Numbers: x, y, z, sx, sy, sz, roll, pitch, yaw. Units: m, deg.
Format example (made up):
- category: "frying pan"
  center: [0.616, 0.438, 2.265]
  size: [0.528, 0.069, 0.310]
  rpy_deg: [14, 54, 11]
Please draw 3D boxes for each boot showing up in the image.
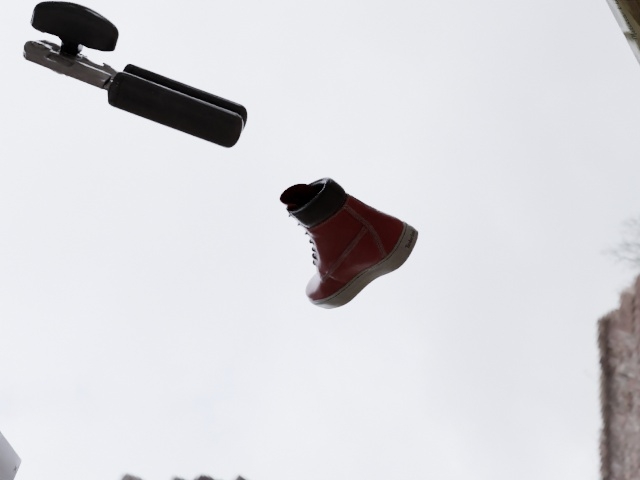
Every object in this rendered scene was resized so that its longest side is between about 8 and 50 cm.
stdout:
- category: "boot"
  center: [0.000, 0.000, 1.341]
  size: [0.176, 0.244, 0.088]
  rpy_deg: [31, -124, -13]

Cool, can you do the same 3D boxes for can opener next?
- category: "can opener"
  center: [-0.219, -0.204, 1.176]
  size: [0.284, 0.076, 0.095]
  rpy_deg: [20, -64, -4]

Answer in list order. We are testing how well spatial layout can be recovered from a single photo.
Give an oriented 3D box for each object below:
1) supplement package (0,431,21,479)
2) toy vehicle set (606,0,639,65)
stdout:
- category: "supplement package"
  center: [-0.349, 0.184, 0.772]
  size: [0.105, 0.179, 0.105]
  rpy_deg: [97, -171, -60]
- category: "toy vehicle set"
  center: [0.391, -0.301, 1.084]
  size: [0.166, 0.035, 0.266]
  rpy_deg: [-42, -67, -14]
